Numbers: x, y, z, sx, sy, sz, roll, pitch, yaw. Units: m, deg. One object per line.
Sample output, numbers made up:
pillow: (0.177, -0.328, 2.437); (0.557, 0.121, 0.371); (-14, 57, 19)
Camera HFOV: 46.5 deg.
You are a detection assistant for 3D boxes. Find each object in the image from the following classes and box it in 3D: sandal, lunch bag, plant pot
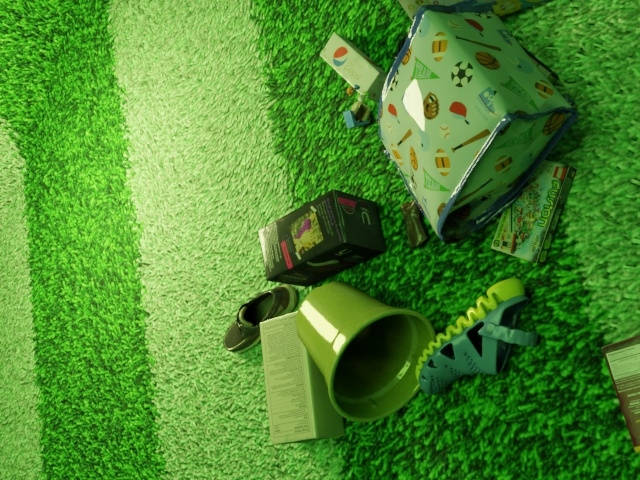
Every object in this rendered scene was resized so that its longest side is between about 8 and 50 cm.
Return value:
sandal: (0.324, 0.224, 1.534); (0.317, 0.126, 0.138); (-49, 57, 26)
lunch bag: (0.282, -0.228, 1.523); (0.328, 0.238, 0.386); (62, 145, 30)
plant pot: (0.078, 0.223, 1.686); (0.254, 0.276, 0.276); (38, 108, 52)

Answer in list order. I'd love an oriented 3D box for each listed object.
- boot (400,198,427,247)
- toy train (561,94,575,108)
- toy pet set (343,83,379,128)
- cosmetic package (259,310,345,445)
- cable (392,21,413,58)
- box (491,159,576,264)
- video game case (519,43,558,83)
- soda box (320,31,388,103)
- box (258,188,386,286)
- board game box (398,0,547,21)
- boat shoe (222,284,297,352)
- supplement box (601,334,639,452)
boot: (0.233, -0.047, 1.721); (0.106, 0.037, 0.114); (-37, 55, 46)
toy train: (0.462, -0.309, 1.536); (0.158, 0.027, 0.036); (36, 100, 15)
toy pet set: (0.098, -0.317, 1.843); (0.065, 0.122, 0.114); (-62, 20, -11)
cosmetic package: (-0.048, 0.341, 1.852); (0.160, 0.113, 0.310); (-20, 70, 38)
cable: (0.233, -0.456, 1.767); (0.150, 0.047, 0.185); (-38, 45, 32)
box: (0.439, -0.065, 1.539); (0.114, 0.036, 0.207); (21, 96, 42)
video game case: (0.355, -0.344, 1.669); (0.248, 0.035, 0.275); (-52, 52, 22)
soda box: (0.091, -0.443, 1.905); (0.074, 0.069, 0.216); (-54, 51, 20)
box: (0.000, 0.000, 1.837); (0.270, 0.165, 0.144); (-26, 65, 36)
board game box: (0.305, -0.560, 1.525); (0.301, 0.308, 0.086); (-13, 71, 24)
boat shoe: (-0.183, 0.209, 2.012); (0.285, 0.092, 0.103); (-39, 58, 30)
supplement box: (0.576, 0.267, 1.304); (0.080, 0.104, 0.188); (-28, 64, 36)
